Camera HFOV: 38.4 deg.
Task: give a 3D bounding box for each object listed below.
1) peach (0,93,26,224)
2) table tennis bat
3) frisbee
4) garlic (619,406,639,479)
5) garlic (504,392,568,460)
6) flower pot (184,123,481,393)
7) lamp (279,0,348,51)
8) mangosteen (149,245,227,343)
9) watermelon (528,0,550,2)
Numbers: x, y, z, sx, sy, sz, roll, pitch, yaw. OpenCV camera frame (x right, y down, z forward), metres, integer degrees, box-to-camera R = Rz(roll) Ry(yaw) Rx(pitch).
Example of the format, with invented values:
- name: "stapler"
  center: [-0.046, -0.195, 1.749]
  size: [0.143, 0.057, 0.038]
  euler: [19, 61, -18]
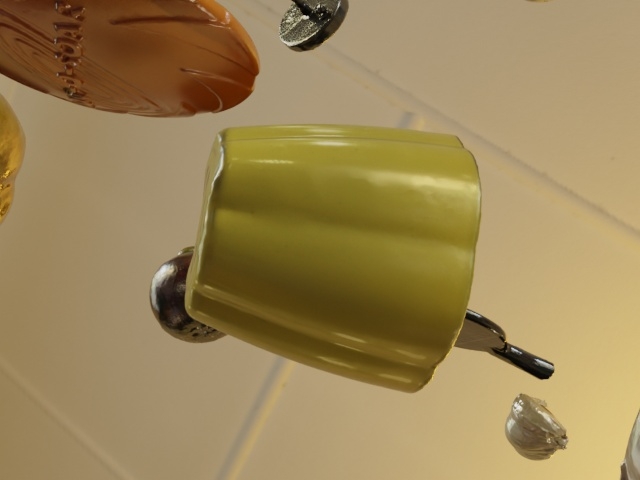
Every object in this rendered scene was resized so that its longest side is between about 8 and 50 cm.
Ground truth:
- name: "peach"
  center: [-0.460, -0.084, 1.033]
  size: [0.153, 0.251, 0.251]
  euler: [41, -62, 32]
- name: "table tennis bat"
  center: [0.202, 0.127, 1.204]
  size: [0.236, 0.027, 0.150]
  euler: [26, -19, -14]
- name: "frisbee"
  center: [-0.128, -0.102, 0.490]
  size: [0.192, 0.192, 0.035]
  euler: [3, -108, 29]
- name: "garlic"
  center: [0.306, 0.133, 0.708]
  size: [0.101, 0.087, 0.196]
  euler: [18, -92, 51]
- name: "garlic"
  center: [0.287, 0.256, 1.242]
  size: [0.074, 0.113, 0.094]
  euler: [-29, -133, 4]
- name: "flower pot"
  center: [0.000, 0.000, 0.667]
  size: [0.179, 0.195, 0.195]
  euler: [12, -71, -11]
- name: "lamp"
  center: [-0.131, -0.394, 1.215]
  size: [0.371, 0.130, 0.108]
  euler: [33, -16, -18]
- name: "mangosteen"
  center: [-0.182, 0.076, 1.379]
  size: [0.152, 0.152, 0.153]
  euler: [6, -77, 28]
- name: "watermelon"
  center: [0.297, -0.386, 1.226]
  size: [0.105, 0.105, 0.133]
  euler: [10, -76, 27]
